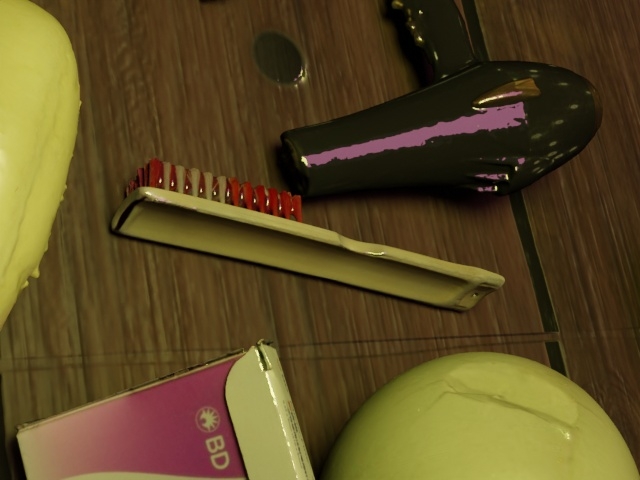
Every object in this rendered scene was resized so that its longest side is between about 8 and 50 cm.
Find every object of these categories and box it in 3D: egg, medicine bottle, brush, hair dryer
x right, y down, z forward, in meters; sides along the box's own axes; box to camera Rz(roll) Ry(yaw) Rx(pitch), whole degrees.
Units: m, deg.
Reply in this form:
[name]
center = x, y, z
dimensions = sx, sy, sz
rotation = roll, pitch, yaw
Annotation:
[egg]
center = 0.103, 0.187, 0.698
dimensions = 0.219, 0.219, 0.269
rotation = 49, 18, -8
[medicine bottle]
center = -0.075, 0.177, 0.623
dimensions = 0.052, 0.171, 0.201
rotation = 17, 56, -71
[brush]
center = 0.000, 0.000, 0.818
dimensions = 0.321, 0.060, 0.050
rotation = 15, 52, -29
[hair dryer]
center = 0.064, -0.190, 0.945
dimensions = 0.304, 0.120, 0.359
rotation = -12, 66, -23

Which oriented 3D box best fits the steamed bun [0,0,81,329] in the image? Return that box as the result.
[steamed bun]
center = -0.258, -0.048, 0.582
dimensions = 0.232, 0.166, 0.272
rotation = 27, 64, -23
